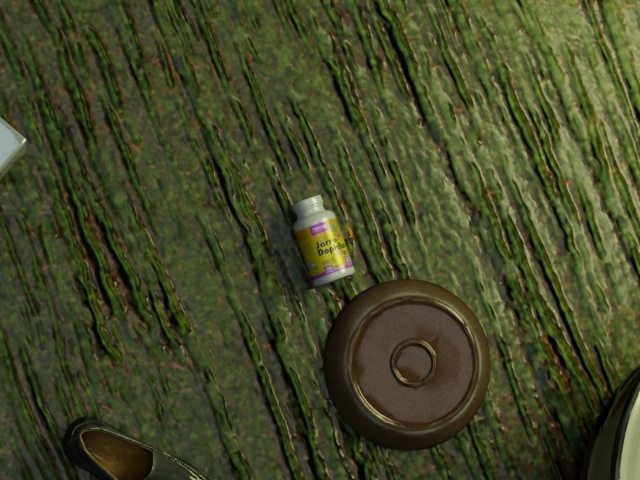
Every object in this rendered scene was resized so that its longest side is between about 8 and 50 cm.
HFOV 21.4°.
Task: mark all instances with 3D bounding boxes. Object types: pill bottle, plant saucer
[{"bbox_3d":[0.000,0.000,1.640,0.043,0.043,0.083,-20,88,-11],"label":"pill bottle"},{"bbox_3d":[0.087,0.120,1.650,0.168,0.029,0.168,1,84,-9],"label":"plant saucer"}]

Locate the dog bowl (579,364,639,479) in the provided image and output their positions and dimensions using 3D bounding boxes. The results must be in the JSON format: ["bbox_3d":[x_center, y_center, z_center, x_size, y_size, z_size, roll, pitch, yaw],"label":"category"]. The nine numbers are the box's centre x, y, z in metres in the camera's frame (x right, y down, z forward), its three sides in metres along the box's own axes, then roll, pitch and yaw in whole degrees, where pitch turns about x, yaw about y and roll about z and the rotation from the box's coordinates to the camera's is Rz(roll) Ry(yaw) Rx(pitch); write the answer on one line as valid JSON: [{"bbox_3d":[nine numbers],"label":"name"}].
[{"bbox_3d":[0.424,0.259,1.599,0.408,0.150,0.408,5,74,-19],"label":"dog bowl"}]

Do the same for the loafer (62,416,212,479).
[{"bbox_3d":[-0.162,0.220,1.580,0.170,0.061,0.062,26,79,-7],"label":"loafer"}]

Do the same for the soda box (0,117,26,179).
[{"bbox_3d":[-0.378,-0.133,1.578,0.216,0.069,0.074,41,79,-4],"label":"soda box"}]
